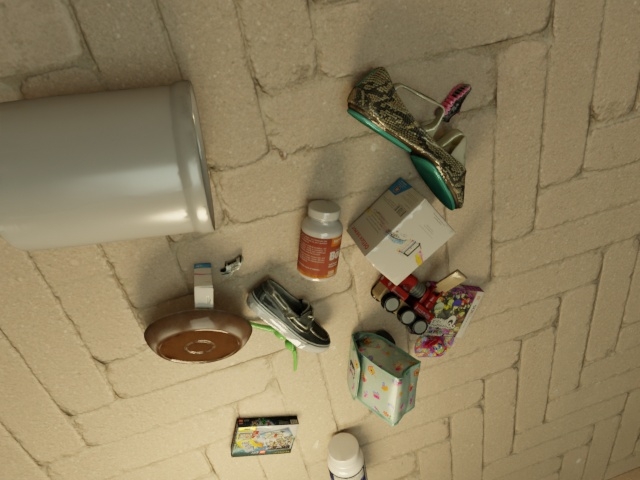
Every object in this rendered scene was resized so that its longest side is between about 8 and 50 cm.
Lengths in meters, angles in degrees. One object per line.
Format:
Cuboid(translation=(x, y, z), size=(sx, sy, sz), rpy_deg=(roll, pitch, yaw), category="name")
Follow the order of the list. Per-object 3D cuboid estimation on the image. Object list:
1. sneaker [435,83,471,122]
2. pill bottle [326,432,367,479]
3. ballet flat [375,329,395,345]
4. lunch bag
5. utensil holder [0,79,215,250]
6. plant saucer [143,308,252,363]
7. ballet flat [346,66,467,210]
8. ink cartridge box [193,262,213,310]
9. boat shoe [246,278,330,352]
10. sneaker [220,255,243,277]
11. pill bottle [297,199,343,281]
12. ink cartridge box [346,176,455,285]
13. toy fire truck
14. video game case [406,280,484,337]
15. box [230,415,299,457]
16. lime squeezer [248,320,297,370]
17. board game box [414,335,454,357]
Cuboid(translation=(0.375, -0.378, 1.239), size=(0.057, 0.047, 0.119), rpy_deg=(29, 115, -35), category="sneaker")
Cuboid(translation=(0.107, 0.917, 1.815), size=(0.153, 0.153, 0.265), rpy_deg=(-15, 121, -9), category="pill bottle")
Cuboid(translation=(0.253, 0.413, 1.626), size=(0.074, 0.074, 0.203), rpy_deg=(-24, 122, -3), category="ballet flat")
Cuboid(translation=(0.193, 0.461, 1.535), size=(0.160, 0.262, 0.223), rpy_deg=(-25, 127, -40), category="lunch bag")
Cuboid(translation=(-0.443, -0.154, 0.950), size=(0.385, 0.327, 0.328), rpy_deg=(-8, 120, -9), category="utensil holder")
Cuboid(translation=(-0.354, 0.295, 1.311), size=(0.310, 0.050, 0.310), rpy_deg=(-8, 144, -6), category="plant saucer")
Cuboid(translation=(0.282, -0.275, 1.203), size=(0.483, 0.164, 0.182), rpy_deg=(37, 97, -27), category="ballet flat")
Cuboid(translation=(-0.330, 0.132, 1.255), size=(0.052, 0.122, 0.088), rpy_deg=(-3, 119, -16), category="ink cartridge box")
Cuboid(translation=(-0.072, 0.240, 1.397), size=(0.335, 0.121, 0.119), rpy_deg=(38, 107, -28), category="boat shoe")
Cuboid(translation=(-0.259, 0.074, 1.299), size=(0.037, 0.032, 0.083), rpy_deg=(36, 103, -30), category="sneaker")
Cuboid(translation=(0.000, 0.000, 1.285), size=(0.121, 0.121, 0.216), rpy_deg=(-2, 119, -16), category="pill bottle")
Cuboid(translation=(0.230, -0.026, 1.313), size=(0.232, 0.171, 0.168), rpy_deg=(-44, 121, 10), category="ink cartridge box")
Cuboid(translation=(0.326, 0.159, 1.457), size=(0.217, 0.158, 0.246), rpy_deg=(39, 91, -22), category="toy fire truck")
Cuboid(translation=(0.452, 0.253, 1.614), size=(0.232, 0.042, 0.210), rpy_deg=(9, 114, -21), category="video game case")
Cuboid(translation=(-0.211, 0.736, 1.678), size=(0.233, 0.044, 0.159), rpy_deg=(6, 116, -20), category="box")
Cuboid(translation=(-0.128, 0.337, 1.474), size=(0.110, 0.059, 0.310), rpy_deg=(-37, 123, 4), category="lime squeezer")
Cuboid(translation=(0.441, 0.405, 1.702), size=(0.168, 0.033, 0.133), rpy_deg=(4, 117, -19), category="board game box")
